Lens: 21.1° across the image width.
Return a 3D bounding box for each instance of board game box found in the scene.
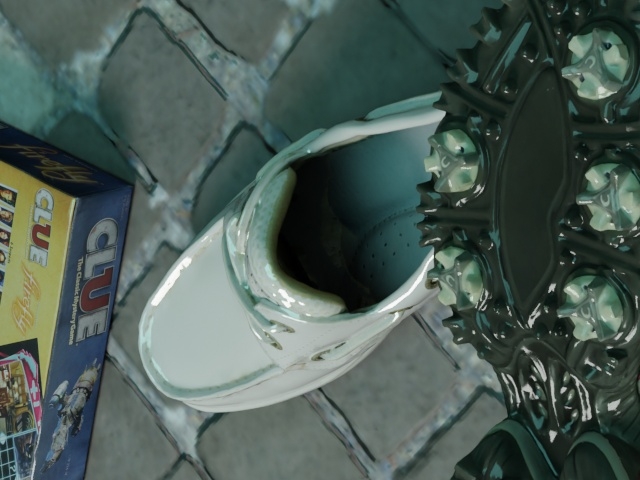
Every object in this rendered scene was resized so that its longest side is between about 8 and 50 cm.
[{"bbox_3d":[-0.191,0.057,0.922,0.165,0.042,0.243,26,114,31],"label":"board game box"}]

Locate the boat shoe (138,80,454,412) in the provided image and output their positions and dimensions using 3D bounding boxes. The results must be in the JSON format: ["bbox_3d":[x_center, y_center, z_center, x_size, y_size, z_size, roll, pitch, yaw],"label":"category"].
[{"bbox_3d":[0.000,0.000,0.730,0.277,0.096,0.098,-36,78,36],"label":"boat shoe"}]

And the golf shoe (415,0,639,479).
[{"bbox_3d":[0.108,0.024,0.624,0.105,0.120,0.272,19,119,44],"label":"golf shoe"}]
